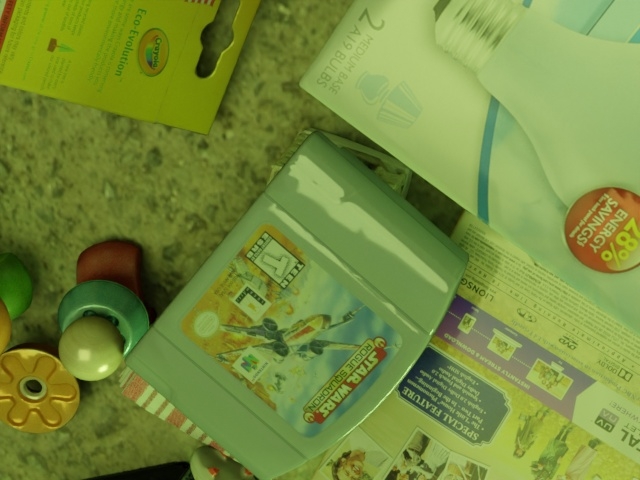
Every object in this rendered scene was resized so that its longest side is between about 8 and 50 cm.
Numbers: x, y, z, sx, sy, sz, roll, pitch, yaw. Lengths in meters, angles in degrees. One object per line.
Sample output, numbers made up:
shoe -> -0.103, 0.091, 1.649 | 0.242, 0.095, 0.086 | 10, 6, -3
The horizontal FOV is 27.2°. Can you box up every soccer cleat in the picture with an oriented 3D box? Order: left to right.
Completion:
soccer cleat -> -0.073, 0.296, 1.366 | 0.196, 0.068, 0.076 | 46, 120, -7

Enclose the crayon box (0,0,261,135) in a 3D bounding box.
crayon box -> -0.217, -0.224, 1.140 | 0.319, 0.081, 0.202 | 14, 118, -23

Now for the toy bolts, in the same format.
toy bolts -> -0.270, 0.114, 1.278 | 0.229, 0.158, 0.218 | -13, 113, 9

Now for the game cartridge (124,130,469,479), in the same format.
game cartridge -> -0.019, 0.072, 1.150 | 0.198, 0.062, 0.297 | 42, 117, 3

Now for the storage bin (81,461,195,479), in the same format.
storage bin -> -0.215, 0.307, 1.381 | 0.180, 0.122, 0.084 | -13, 107, 22

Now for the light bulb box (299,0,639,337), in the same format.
light bulb box -> 0.244, -0.168, 0.990 | 0.361, 0.225, 0.358 | 36, 116, 2

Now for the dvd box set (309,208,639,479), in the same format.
dvd box set -> 0.163, 0.222, 1.186 | 0.308, 0.062, 0.420 | 31, 104, 15

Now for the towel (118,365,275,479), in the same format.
towel -> -0.087, 0.145, 1.317 | 0.197, 0.029, 0.144 | 32, 119, -12

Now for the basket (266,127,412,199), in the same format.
basket -> 0.000, 0.000, 1.201 | 0.113, 0.103, 0.167 | 21, 117, 9
